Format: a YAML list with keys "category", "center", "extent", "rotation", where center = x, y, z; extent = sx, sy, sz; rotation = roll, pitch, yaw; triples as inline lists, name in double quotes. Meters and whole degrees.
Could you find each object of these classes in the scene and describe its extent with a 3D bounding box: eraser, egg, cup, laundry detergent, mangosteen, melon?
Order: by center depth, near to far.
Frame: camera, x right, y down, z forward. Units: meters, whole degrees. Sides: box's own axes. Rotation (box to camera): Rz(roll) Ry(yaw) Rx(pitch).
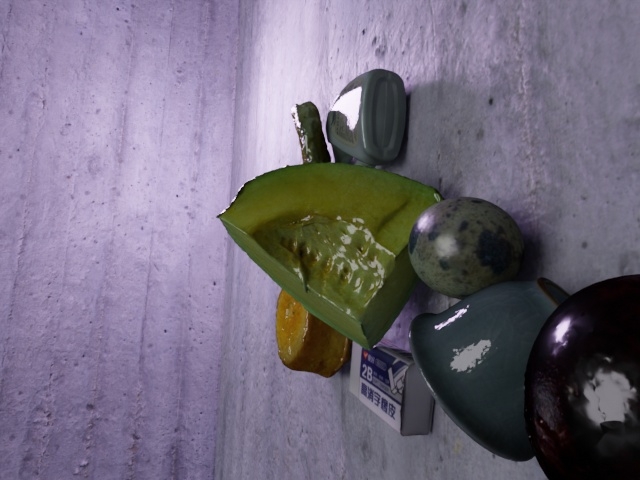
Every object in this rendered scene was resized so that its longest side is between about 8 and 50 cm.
- category: "mangosteen"
  center: [0.284, 0.130, 0.334]
  extent: [0.250, 0.212, 0.211]
  rotation: [5, 90, 42]
- category: "cup"
  center: [0.224, 0.119, 0.522]
  extent: [0.150, 0.199, 0.199]
  rotation: [-50, 36, 25]
- category: "egg"
  center: [0.193, 0.009, 0.637]
  extent: [0.182, 0.142, 0.141]
  rotation: [-145, 62, -70]
- category: "melon"
  center: [0.000, 0.000, 0.828]
  extent: [0.344, 0.226, 0.330]
  rotation: [35, 123, 25]
- category: "eraser"
  center: [0.123, 0.256, 0.850]
  extent: [0.210, 0.068, 0.124]
  rotation: [-174, 87, -69]
- category: "laundry detergent"
  center: [0.078, -0.244, 1.030]
  extent: [0.281, 0.106, 0.214]
  rotation: [173, 100, -68]

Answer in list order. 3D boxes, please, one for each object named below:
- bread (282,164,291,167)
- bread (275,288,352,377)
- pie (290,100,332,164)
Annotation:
- category: "bread"
  center: [-0.088, -0.200, 1.470]
  extent: [0.077, 0.084, 0.070]
  rotation: [171, 107, -68]
- category: "bread"
  center: [-0.016, 0.197, 1.115]
  extent: [0.268, 0.146, 0.267]
  rotation: [-172, 90, -66]
- category: "pie"
  center: [-0.010, -0.225, 1.157]
  extent: [0.277, 0.079, 0.276]
  rotation: [163, 90, -88]
